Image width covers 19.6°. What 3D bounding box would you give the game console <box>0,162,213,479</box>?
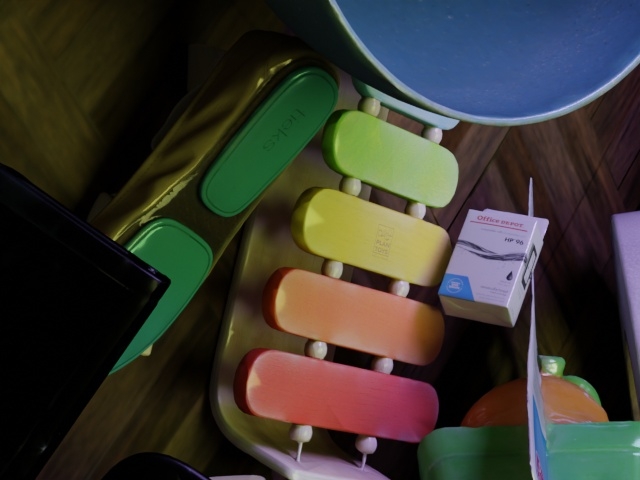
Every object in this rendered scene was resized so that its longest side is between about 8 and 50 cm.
[{"bbox_3d":[-0.092,0.130,0.870,0.213,0.361,0.044,-56,-175,0],"label":"game console"}]

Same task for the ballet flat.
[{"bbox_3d":[-0.081,-0.021,1.029,0.232,0.073,0.080,-48,138,-5],"label":"ballet flat"}]

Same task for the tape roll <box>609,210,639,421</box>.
[{"bbox_3d":[0.277,0.164,1.391,0.392,0.072,0.392,-9,90,-83],"label":"tape roll"}]

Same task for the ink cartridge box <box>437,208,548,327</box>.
[{"bbox_3d":[0.112,0.010,1.191,0.028,0.048,0.083,66,40,-54],"label":"ink cartridge box"}]

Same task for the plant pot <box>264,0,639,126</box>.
[{"bbox_3d":[0.049,-0.218,1.006,0.290,0.195,0.290,-9,105,-35],"label":"plant pot"}]

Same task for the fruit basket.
[{"bbox_3d":[0.164,0.179,1.267,0.353,0.165,0.327,-71,158,-58],"label":"fruit basket"}]

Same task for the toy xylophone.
[{"bbox_3d":[0.000,0.000,1.140,0.236,0.081,0.323,5,94,-53],"label":"toy xylophone"}]

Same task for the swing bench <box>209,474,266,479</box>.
[{"bbox_3d":[-0.030,0.278,0.996,0.254,0.165,0.253,30,36,-52],"label":"swing bench"}]
